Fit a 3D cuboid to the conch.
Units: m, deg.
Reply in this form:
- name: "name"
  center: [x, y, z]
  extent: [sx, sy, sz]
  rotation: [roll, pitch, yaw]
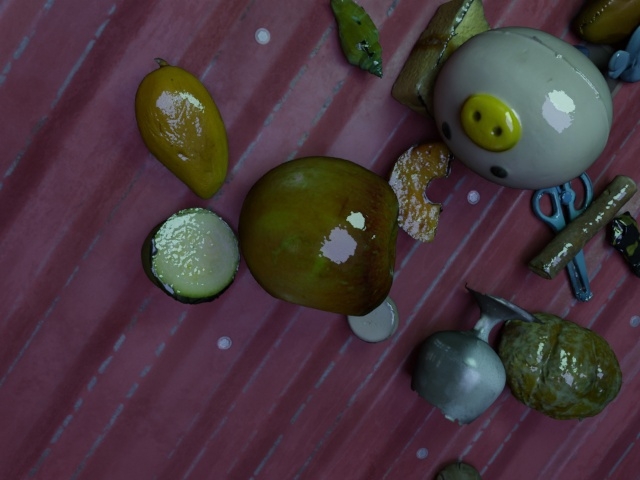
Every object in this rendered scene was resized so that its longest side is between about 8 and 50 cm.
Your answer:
- name: "conch"
  center: [0.092, -0.463, 1.202]
  extent: [0.095, 0.080, 0.200]
  rotation: [-19, 96, -26]

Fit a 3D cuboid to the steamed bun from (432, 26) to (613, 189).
- name: "steamed bun"
  center: [0.422, -0.276, 1.115]
  extent: [0.334, 0.334, 0.374]
  rotation: [-45, 71, 0]

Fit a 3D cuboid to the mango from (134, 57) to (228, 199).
- name: "mango"
  center: [-0.298, -0.240, 1.142]
  extent: [0.177, 0.119, 0.316]
  rotation: [-29, 111, -13]

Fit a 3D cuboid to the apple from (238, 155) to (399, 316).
- name: "apple"
  center: [0.000, 0.000, 1.168]
  extent: [0.375, 0.374, 0.384]
  rotation: [-20, 144, -7]

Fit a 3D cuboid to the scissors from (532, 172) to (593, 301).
- name: "scissors"
  center: [0.691, -0.009, 1.434]
  extent: [0.180, 0.032, 0.392]
  rotation: [-21, 104, -7]

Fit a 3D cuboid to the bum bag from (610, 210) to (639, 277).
- name: "bum bag"
  center: [0.884, 0.014, 1.463]
  extent: [0.232, 0.060, 0.106]
  rotation: [40, 83, -18]

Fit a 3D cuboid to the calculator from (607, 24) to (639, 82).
- name: "calculator"
  center: [0.851, -0.499, 1.313]
  extent: [0.303, 0.042, 0.188]
  rotation: [-32, 145, -7]

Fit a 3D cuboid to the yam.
- name: "yam"
  center: [0.695, -0.037, 1.372]
  extent: [0.356, 0.081, 0.081]
  rotation: [-45, 106, -1]

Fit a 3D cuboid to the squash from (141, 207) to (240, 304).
- name: "squash"
  center: [-0.299, 0.036, 1.220]
  extent: [0.220, 0.133, 0.220]
  rotation: [0, 91, -24]

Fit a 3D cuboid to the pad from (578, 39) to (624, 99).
- name: "pad"
  center: [0.691, -0.393, 1.370]
  extent: [0.176, 0.002, 0.266]
  rotation: [33, 93, -16]

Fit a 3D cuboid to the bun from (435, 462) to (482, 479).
- name: "bun"
  center: [0.402, 0.731, 1.484]
  extent: [0.167, 0.113, 0.173]
  rotation: [-43, 108, -1]

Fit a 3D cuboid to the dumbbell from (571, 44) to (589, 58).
- name: "dumbbell"
  center: [0.575, -0.310, 1.288]
  extent: [0.144, 0.160, 0.324]
  rotation: [0, 104, 20]

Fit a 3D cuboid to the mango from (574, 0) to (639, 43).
- name: "mango"
  center: [0.736, -0.583, 1.267]
  extent: [0.236, 0.166, 0.136]
  rotation: [-40, 65, 17]

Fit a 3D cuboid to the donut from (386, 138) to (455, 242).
- name: "donut"
  center: [0.228, -0.137, 1.277]
  extent: [0.152, 0.101, 0.258]
  rotation: [12, 99, -14]

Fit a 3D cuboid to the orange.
- name: "orange"
  center: [0.669, 0.360, 1.419]
  extent: [0.369, 0.210, 0.270]
  rotation: [25, 93, -18]

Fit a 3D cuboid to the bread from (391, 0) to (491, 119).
- name: "bread"
  center: [0.284, -0.436, 1.230]
  extent: [0.142, 0.178, 0.265]
  rotation: [30, 92, 16]

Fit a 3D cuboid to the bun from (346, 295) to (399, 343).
- name: "bun"
  center: [0.140, 0.188, 1.336]
  extent: [0.138, 0.094, 0.138]
  rotation: [4, 100, 23]

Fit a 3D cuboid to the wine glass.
- name: "wine glass"
  center: [0.384, 0.292, 1.334]
  extent: [0.238, 0.238, 0.322]
  rotation: [29, 90, -16]
